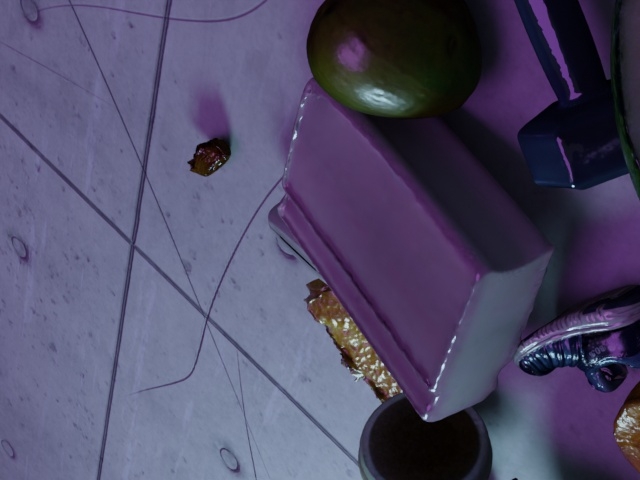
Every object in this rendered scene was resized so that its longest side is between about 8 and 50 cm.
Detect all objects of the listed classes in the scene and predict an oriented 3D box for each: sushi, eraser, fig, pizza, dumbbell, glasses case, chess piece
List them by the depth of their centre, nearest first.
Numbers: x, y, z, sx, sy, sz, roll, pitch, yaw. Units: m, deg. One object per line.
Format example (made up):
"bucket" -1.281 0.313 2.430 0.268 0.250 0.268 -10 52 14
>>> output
"dumbbell" 0.227 -0.210 1.348 0.156 0.143 0.316 -22 102 12
"fig" 0.084 -0.212 1.514 0.191 0.181 0.181 36 145 -2
"eraser" 0.095 -0.011 1.623 0.359 0.122 0.272 54 149 31
"glasses case" 0.000 0.000 1.837 0.193 0.074 0.049 41 151 45
"chess piece" 0.142 0.338 1.852 0.176 0.176 0.298 37 154 27
"pizza" 0.109 0.159 1.864 0.189 0.071 0.297 -21 105 38
"sushi" -0.158 -0.122 1.983 0.047 0.050 0.099 50 139 0

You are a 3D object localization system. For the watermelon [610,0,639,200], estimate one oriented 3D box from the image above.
"watermelon" 0.383 -0.157 1.228 0.250 0.292 0.283 -105 5 -83

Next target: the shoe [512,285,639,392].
"shoe" 0.304 0.124 1.574 0.207 0.091 0.106 -25 92 52

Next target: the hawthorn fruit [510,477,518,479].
"hawthorn fruit" 0.277 0.439 1.697 0.316 0.316 0.316 31 138 33

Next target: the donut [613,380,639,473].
"donut" 0.409 0.200 1.496 0.174 0.074 0.190 19 145 13
